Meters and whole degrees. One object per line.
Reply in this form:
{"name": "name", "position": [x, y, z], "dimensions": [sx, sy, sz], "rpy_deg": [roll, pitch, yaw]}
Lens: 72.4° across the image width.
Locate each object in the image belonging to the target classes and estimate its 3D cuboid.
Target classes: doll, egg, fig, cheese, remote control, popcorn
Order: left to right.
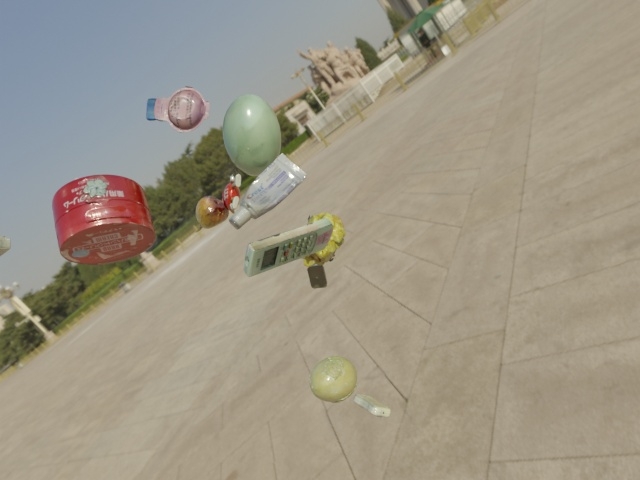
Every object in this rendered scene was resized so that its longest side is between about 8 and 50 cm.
{"name": "cheese", "position": [-0.589, -0.538, 1.798], "dimensions": [0.285, 0.189, 0.074], "rpy_deg": [3, -1, 12]}
{"name": "fig", "position": [-0.573, -0.112, 2.195], "dimensions": [0.257, 0.159, 0.159], "rpy_deg": [-41, 8, 38]}
{"name": "doll", "position": [-0.413, -0.216, 2.043], "dimensions": [0.085, 0.183, 0.217], "rpy_deg": [5, -4, -18]}
{"name": "egg", "position": [-0.241, -0.369, 1.546], "dimensions": [0.202, 0.283, 0.203], "rpy_deg": [-3, 20, 1]}
{"name": "remote control", "position": [-0.106, 0.021, 1.535], "dimensions": [0.344, 0.050, 0.145], "rpy_deg": [-20, -34, -32]}
{"name": "popcorn", "position": [0.000, 0.000, 2.161], "dimensions": [0.252, 0.215, 0.286], "rpy_deg": [-77, 13, -45]}
{"name": "egg", "position": [0.048, 0.502, 1.581], "dimensions": [0.164, 0.164, 0.201], "rpy_deg": [-29, -16, 36]}
{"name": "remote control", "position": [0.157, 0.507, 1.341], "dimensions": [0.122, 0.074, 0.032], "rpy_deg": [5, 76, 61]}

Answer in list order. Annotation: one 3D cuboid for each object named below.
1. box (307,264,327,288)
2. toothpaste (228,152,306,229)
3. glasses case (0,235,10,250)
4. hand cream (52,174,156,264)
{"name": "box", "position": [-0.015, 0.189, 2.301], "dimensions": [0.091, 0.126, 0.031], "rpy_deg": [-9, 17, 17]}
{"name": "toothpaste", "position": [-0.171, -0.143, 1.353], "dimensions": [0.282, 0.099, 0.068], "rpy_deg": [-47, 28, -16]}
{"name": "glasses case", "position": [-1.081, 0.026, 1.431], "dimensions": [0.205, 0.047, 0.070], "rpy_deg": [-17, -13, 41]}
{"name": "hand cream", "position": [-0.538, -0.049, 1.094], "dimensions": [0.230, 0.149, 0.230], "rpy_deg": [-18, -23, -8]}
